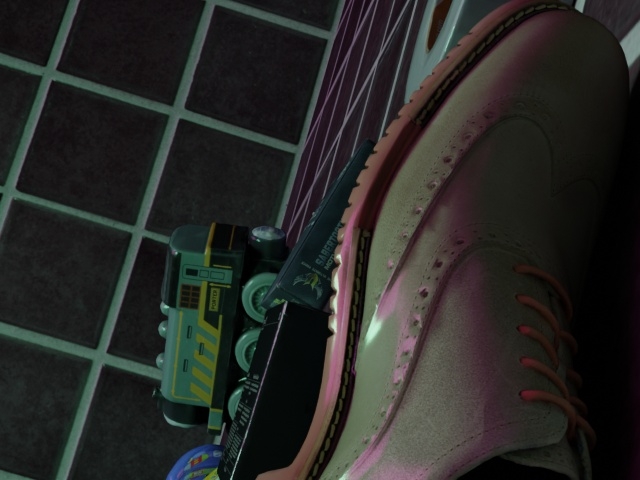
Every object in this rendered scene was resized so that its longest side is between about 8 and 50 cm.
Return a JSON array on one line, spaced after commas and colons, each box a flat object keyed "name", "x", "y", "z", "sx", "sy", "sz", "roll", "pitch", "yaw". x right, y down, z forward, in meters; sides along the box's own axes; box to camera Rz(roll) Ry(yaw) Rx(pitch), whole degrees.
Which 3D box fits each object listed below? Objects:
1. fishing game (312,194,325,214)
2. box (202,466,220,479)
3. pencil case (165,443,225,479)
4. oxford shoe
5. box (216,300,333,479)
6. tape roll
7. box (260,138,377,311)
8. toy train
[{"name": "fishing game", "x": 0.000, "y": 0.000, "z": 2.105, "sx": 0.264, "sy": 0.041, "sz": 0.189, "roll": 122, "pitch": 165, "yaw": -77}, {"name": "box", "x": -0.080, "y": 0.297, "z": 1.591, "sx": 0.043, "sy": 0.105, "sz": 0.179, "roll": -43, "pitch": 8, "yaw": 1}, {"name": "pencil case", "x": -0.147, "y": 0.350, "z": 1.980, "sx": 0.306, "sy": 0.133, "sz": 0.119, "roll": -164, "pitch": 66, "yaw": -84}, {"name": "oxford shoe", "x": 0.080, "y": 0.065, "z": 0.678, "sx": 0.146, "sy": 0.140, "sz": 0.397, "roll": 0, "pitch": 65, "yaw": 53}, {"name": "box", "x": -0.026, "y": 0.162, "z": 1.460, "sx": 0.261, "sy": 0.103, "sz": 0.184, "roll": 145, "pitch": 140, "yaw": -83}, {"name": "tape roll", "x": 0.127, "y": -0.180, "z": 1.085, "sx": 0.219, "sy": 0.072, "sz": 0.219, "roll": -162, "pitch": 90, "yaw": -85}, {"name": "box", "x": 0.010, "y": -0.002, "z": 1.633, "sx": 0.183, "sy": 0.059, "sz": 0.233, "roll": -60, "pitch": 2, "yaw": -9}, {"name": "toy train", "x": -0.134, "y": 0.127, "z": 2.113, "sx": 0.142, "sy": 0.190, "sz": 0.334, "roll": -83, "pitch": 1, "yaw": -65}]
